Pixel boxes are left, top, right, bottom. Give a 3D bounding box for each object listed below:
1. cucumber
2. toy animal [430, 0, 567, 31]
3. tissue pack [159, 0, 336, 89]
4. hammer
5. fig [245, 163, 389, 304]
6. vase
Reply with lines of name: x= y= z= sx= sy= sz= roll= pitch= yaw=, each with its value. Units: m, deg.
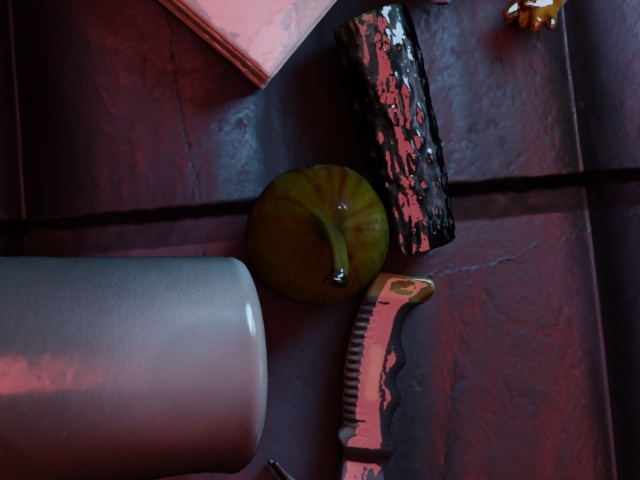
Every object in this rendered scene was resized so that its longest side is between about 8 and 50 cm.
cucumber: x=0.078 y=-0.097 z=1.444 sx=0.062 sy=0.078 sz=0.211 roll=-19 pitch=88 yaw=34
toy animal: x=0.173 y=-0.342 z=1.478 sx=0.284 sy=0.225 sz=0.302 roll=-23 pitch=105 yaw=-29
tissue pack: x=-0.118 y=-0.300 z=1.432 sx=0.325 sy=0.071 sz=0.170 roll=41 pitch=81 yaw=-5
hammer: x=0.045 y=0.139 z=1.456 sx=0.158 sy=0.041 sz=0.226 roll=11 pitch=87 yaw=-10
fig: x=0.000 y=0.000 z=1.357 sx=0.124 sy=0.236 sz=0.124 roll=0 pitch=95 yaw=-3
vase: x=-0.202 y=0.100 z=1.340 sx=0.291 sy=0.245 sz=0.245 roll=-3 pitch=88 yaw=-18
